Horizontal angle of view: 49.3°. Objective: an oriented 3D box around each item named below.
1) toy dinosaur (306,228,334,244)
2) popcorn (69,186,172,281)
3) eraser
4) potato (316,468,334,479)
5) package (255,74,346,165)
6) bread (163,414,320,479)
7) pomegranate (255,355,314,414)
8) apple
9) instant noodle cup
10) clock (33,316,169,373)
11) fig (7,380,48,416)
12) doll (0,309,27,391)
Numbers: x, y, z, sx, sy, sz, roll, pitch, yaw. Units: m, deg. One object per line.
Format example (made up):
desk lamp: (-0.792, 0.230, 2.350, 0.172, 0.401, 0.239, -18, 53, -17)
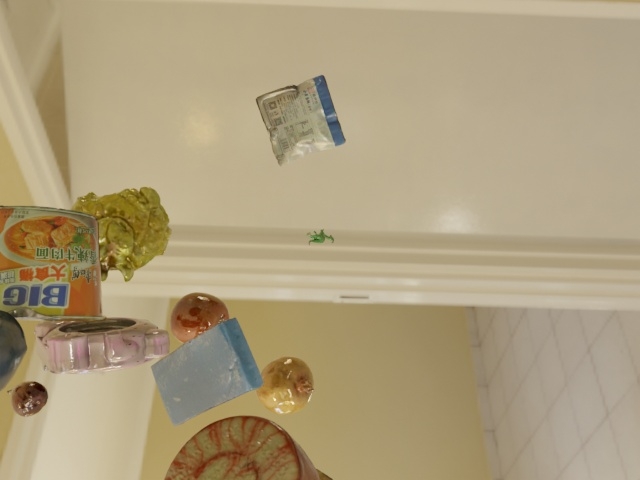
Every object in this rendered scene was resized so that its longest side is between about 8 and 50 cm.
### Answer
toy dinosaur: (0.000, 0.000, 1.501, 0.083, 0.062, 0.021, -86, 23, -54)
popcorn: (-0.530, -0.021, 1.875, 0.235, 0.250, 0.242, -126, 23, -73)
eraser: (-0.237, 0.270, 1.400, 0.311, 0.042, 0.144, -33, 77, 43)
potato: (-0.086, 0.568, 1.514, 0.116, 0.298, 0.239, -56, -18, -53)
package: (-0.045, -0.281, 1.635, 0.027, 0.173, 0.171, -123, 15, -84)
bread: (-0.154, 0.491, 1.337, 0.327, 0.295, 0.114, 30, 160, 46)
pomegranate: (-0.124, 0.498, 2.410, 0.207, 0.207, 0.207, -178, 90, -88)
apple: (-0.378, 0.250, 2.200, 0.181, 0.168, 0.181, 9, -90, -70)
instant noodle cup: (-0.572, 0.053, 1.403, 0.296, 0.296, 0.214, 105, 165, -82)
clock: (-0.596, 0.278, 1.906, 0.295, 0.322, 0.114, 7, 99, 60)
fig: (-0.748, 0.386, 1.760, 0.088, 0.125, 0.089, -27, -53, -43)
doll: (-0.608, 0.228, 1.160, 0.258, 0.154, 0.228, -55, 19, 1)
